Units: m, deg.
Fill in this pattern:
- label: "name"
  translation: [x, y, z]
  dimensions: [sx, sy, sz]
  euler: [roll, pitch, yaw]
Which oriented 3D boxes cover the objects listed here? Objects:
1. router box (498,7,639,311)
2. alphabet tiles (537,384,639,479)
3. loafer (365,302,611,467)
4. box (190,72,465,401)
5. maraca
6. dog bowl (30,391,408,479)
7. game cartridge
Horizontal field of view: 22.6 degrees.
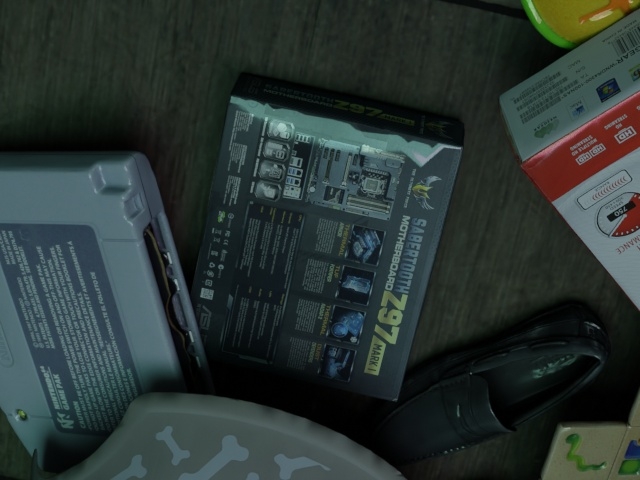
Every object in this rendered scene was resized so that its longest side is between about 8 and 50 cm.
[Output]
- label: "router box"
  translation: [0.348, -0.075, 1.145]
  dimensions: [0.335, 0.082, 0.301]
  euler: [-32, 128, 17]
- label: "alphabet tiles"
  translation: [0.295, 0.236, 1.315]
  dimensions: [0.285, 0.011, 0.342]
  euler: [1, 124, -18]
- label: "loafer"
  translation: [0.133, 0.125, 1.301]
  dimensions: [0.223, 0.078, 0.076]
  euler: [-30, 109, 16]
- label: "box"
  translation: [0.000, 0.000, 1.262]
  dimensions: [0.183, 0.059, 0.232]
  euler: [13, 116, 1]
- label: "maraca"
  translation: [0.193, -0.226, 1.128]
  dimensions: [0.127, 0.099, 0.185]
  euler: [-2, 100, -25]
- label: "dog bowl"
  translation: [-0.079, 0.265, 1.278]
  dimensions: [0.349, 0.102, 0.349]
  euler: [8, 140, 7]
- label: "game cartridge"
  translation: [-0.195, 0.062, 1.273]
  dimensions: [0.196, 0.060, 0.294]
  euler: [0, 120, 22]
